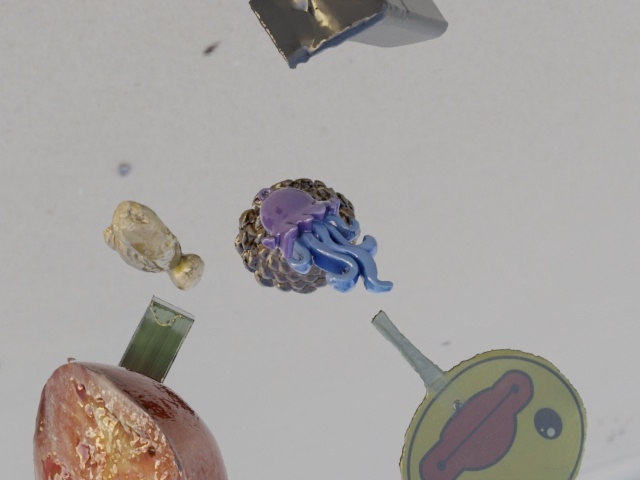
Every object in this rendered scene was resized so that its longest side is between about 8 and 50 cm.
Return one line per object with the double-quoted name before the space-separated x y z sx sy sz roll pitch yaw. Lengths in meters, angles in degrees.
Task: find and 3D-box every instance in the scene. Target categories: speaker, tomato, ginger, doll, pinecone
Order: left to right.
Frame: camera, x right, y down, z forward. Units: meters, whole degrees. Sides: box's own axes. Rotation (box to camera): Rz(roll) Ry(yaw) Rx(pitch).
"ginger" -0.210 0.001 1.226 0.133 0.059 0.214 28 169 23
"tomato" -0.225 0.303 1.315 0.144 0.338 0.338 -7 158 -44
"pinecone" -0.049 -0.009 2.054 0.243 0.243 0.257 -3 -177 -18
"doll" 0.000 0.000 1.185 0.110 0.206 0.067 -30 147 -33
"speaker" 0.061 -0.411 1.850 0.184 0.180 0.388 -35 171 25

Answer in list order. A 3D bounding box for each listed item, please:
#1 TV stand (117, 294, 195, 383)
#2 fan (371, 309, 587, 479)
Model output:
"TV stand" -0.296 0.227 1.678 0.083 0.269 0.088 27 177 -5
"fan" 0.165 0.200 1.133 0.229 0.335 0.011 -46 -166 -10
